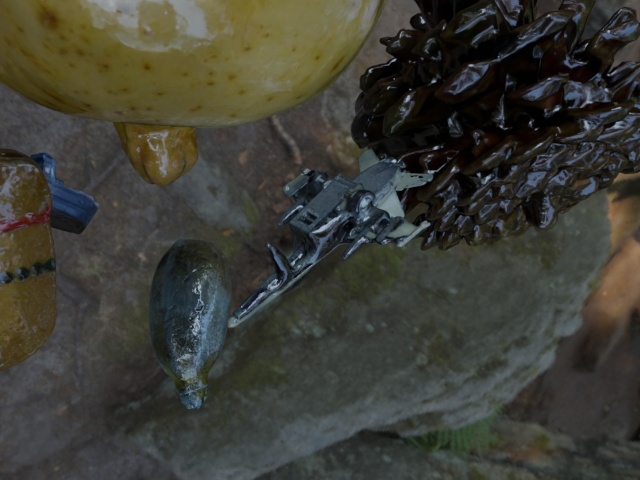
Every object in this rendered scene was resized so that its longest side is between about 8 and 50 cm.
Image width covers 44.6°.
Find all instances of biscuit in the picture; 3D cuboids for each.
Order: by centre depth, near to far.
[{"bbox_3d":[-0.415,0.042,0.830,0.262,0.052,0.276,-7,119,-31],"label":"biscuit"}]

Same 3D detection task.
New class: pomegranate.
[{"bbox_3d":[-0.125,-0.235,0.607,0.410,0.410,0.410,-28,140,-27],"label":"pomegranate"}]

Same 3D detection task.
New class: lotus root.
[{"bbox_3d":[-0.251,0.151,1.472,0.140,0.158,0.322,39,47,-59],"label":"lotus root"}]

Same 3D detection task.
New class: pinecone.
[{"bbox_3d":[0.226,-0.182,0.969,0.398,0.398,0.397,-28,140,-27],"label":"pinecone"}]

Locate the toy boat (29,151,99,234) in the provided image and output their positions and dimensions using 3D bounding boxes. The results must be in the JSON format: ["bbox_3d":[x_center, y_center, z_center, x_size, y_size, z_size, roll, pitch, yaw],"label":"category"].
[{"bbox_3d":[-0.599,-0.113,1.713,0.309,0.129,0.142,31,63,-57],"label":"toy boat"}]

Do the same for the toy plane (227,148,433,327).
[{"bbox_3d":[-0.003,-0.008,0.810,0.262,0.192,0.088,-37,132,-27],"label":"toy plane"}]
